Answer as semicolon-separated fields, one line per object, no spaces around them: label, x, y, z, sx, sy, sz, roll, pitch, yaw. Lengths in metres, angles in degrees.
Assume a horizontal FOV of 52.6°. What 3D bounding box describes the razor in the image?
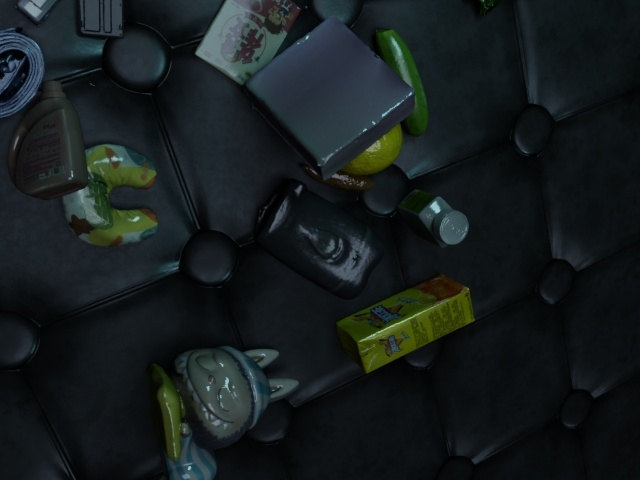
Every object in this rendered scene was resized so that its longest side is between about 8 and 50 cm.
razor;0.000;0.000;1.646;0.349;0.113;0.204;34;89;-24

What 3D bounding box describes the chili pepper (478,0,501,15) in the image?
chili pepper;0.476;-0.676;1.693;0.224;0.061;0.098;-33;111;-6

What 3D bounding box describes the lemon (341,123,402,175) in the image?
lemon;0.106;-0.249;1.592;0.193;0.180;0.180;10;100;-9

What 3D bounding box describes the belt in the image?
belt;-0.641;-0.341;1.308;0.141;0.082;0.190;41;88;-31

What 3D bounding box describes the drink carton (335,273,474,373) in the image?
drink carton;0.234;0.223;1.778;0.351;0.154;0.111;-22;111;-16

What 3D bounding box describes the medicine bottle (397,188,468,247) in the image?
medicine bottle;0.303;-0.053;1.715;0.088;0.188;0.132;-42;116;-7

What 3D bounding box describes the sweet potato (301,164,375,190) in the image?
sweet potato;0.046;-0.164;1.656;0.206;0.060;0.068;8;63;-23

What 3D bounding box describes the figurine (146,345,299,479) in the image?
figurine;-0.218;0.433;1.596;0.377;0.266;0.361;-8;112;-20

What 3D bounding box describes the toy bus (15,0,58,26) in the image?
toy bus;-0.555;-0.499;1.305;0.060;0.075;0.123;40;87;-26

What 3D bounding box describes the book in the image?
book;-0.167;-0.485;1.499;0.162;0.022;0.232;31;90;-26

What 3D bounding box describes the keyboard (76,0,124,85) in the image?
keyboard;-0.461;-0.517;1.366;0.103;0.041;0.381;-1;98;-22

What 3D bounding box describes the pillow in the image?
pillow;-0.470;-0.099;1.451;0.214;0.086;0.233;-5;103;-32

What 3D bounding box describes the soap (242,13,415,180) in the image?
soap;0.018;-0.329;1.480;0.285;0.107;0.296;-37;71;-9

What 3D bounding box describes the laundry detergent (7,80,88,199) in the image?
laundry detergent;-0.581;-0.206;1.352;0.171;0.076;0.237;-16;79;12

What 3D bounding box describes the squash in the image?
squash;0.214;-0.400;1.645;0.082;0.082;0.292;-28;113;-13
